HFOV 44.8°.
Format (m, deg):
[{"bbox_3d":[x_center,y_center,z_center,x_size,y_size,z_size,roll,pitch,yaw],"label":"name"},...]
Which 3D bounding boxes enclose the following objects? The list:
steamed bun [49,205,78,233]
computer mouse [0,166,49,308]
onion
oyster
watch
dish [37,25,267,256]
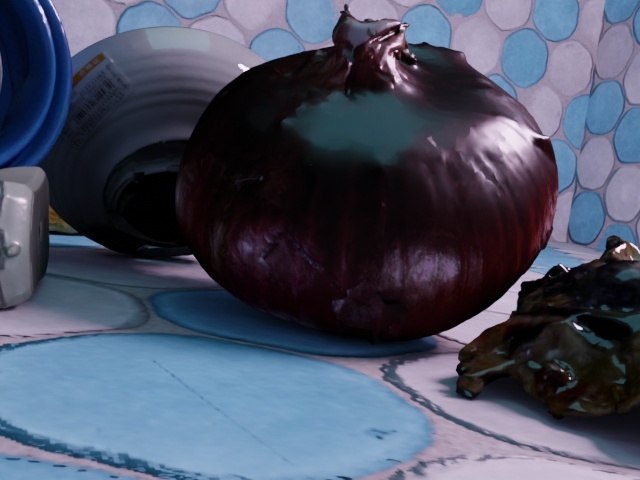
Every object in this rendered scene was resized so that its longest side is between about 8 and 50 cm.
[{"bbox_3d":[-0.305,-0.067,0.990,0.155,0.141,0.172,21,1,-26],"label":"steamed bun"},{"bbox_3d":[-0.220,-0.003,0.537,0.056,0.089,0.181,-4,10,-15],"label":"computer mouse"},{"bbox_3d":[0.036,-0.059,0.616,0.314,0.232,0.314,1,38,-1],"label":"onion"},{"bbox_3d":[0.234,0.060,0.532,0.221,0.096,0.361,17,10,21],"label":"oyster"},{"bbox_3d":[-0.374,-0.128,0.615,0.305,0.274,0.241,11,2,-42],"label":"watch"},{"bbox_3d":[-0.144,-0.056,0.766,0.273,0.273,0.134,6,44,-25],"label":"dish"}]
